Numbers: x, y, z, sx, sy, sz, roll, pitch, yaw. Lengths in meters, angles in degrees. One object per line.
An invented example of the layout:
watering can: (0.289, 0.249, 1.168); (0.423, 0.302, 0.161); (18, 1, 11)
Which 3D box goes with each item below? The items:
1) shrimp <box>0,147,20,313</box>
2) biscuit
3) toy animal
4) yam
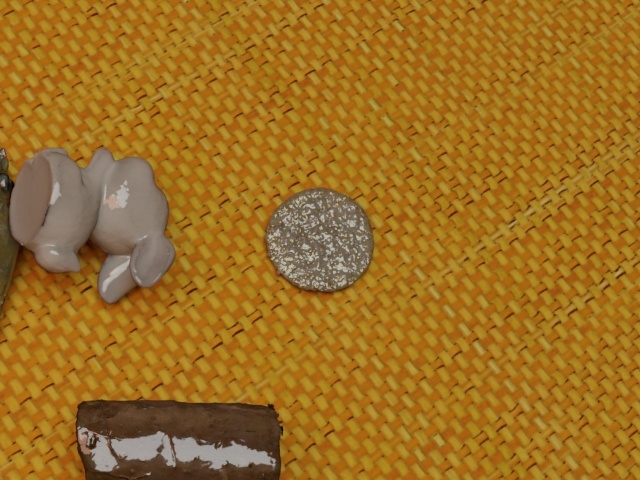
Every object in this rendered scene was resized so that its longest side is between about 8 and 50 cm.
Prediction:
shrimp: (-0.458, 0.023, 1.670); (0.168, 0.077, 0.317); (14, 68, -2)
biscuit: (0.000, 0.000, 1.795); (0.152, 0.020, 0.152); (4, 68, -9)
toy animal: (-0.278, -0.023, 1.674); (0.193, 0.127, 0.178); (22, 54, -33)
yam: (-0.169, 0.253, 1.597); (0.238, 0.129, 0.128); (3, 98, -11)
